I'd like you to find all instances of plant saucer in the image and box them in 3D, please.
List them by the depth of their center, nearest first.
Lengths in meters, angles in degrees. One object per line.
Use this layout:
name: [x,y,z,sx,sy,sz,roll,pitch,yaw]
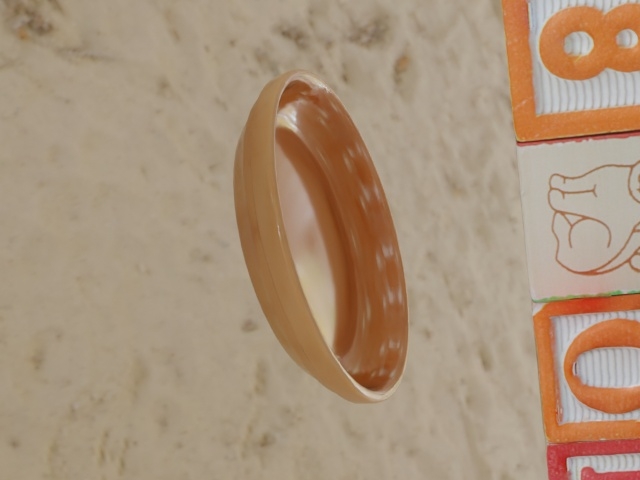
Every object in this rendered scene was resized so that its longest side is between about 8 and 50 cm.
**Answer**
plant saucer: [0.000,0.000,0.794,0.200,0.037,0.200,-15,90,-70]

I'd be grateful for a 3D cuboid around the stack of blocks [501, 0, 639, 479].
stack of blocks: [0.142,0.009,0.363,0.087,0.171,0.297,-75,158,-64]
